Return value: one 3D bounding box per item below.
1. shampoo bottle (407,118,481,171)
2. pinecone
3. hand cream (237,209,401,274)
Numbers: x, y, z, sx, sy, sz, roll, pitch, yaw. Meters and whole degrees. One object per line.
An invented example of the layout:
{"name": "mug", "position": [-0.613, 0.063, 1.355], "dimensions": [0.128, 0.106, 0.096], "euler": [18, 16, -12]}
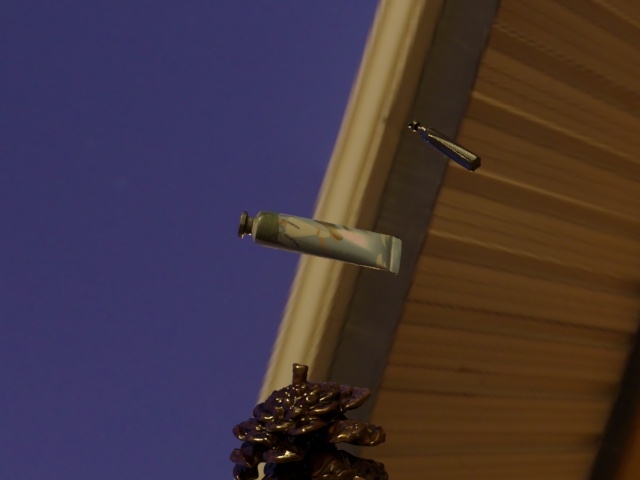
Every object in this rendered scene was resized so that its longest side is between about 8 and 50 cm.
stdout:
{"name": "shampoo bottle", "position": [0.198, -0.155, 1.793], "dimensions": [0.048, 0.137, 0.027], "euler": [6, -64, -55]}
{"name": "pinecone", "position": [-0.012, 0.339, 1.683], "dimensions": [0.244, 0.244, 0.309], "euler": [-24, -71, -36]}
{"name": "hand cream", "position": [0.000, 0.000, 1.731], "dimensions": [0.088, 0.256, 0.055], "euler": [-80, 4, -54]}
